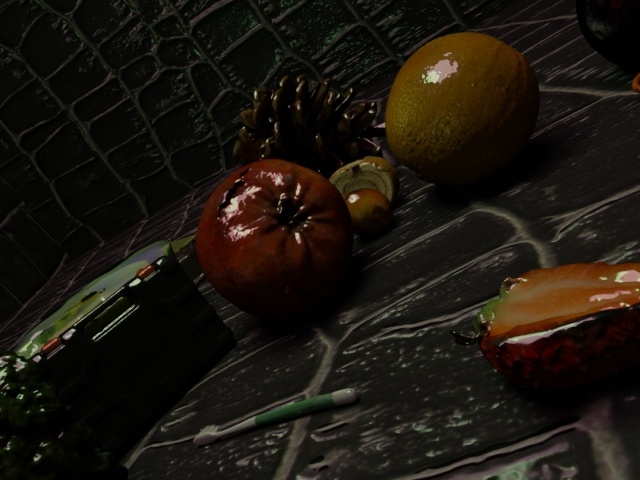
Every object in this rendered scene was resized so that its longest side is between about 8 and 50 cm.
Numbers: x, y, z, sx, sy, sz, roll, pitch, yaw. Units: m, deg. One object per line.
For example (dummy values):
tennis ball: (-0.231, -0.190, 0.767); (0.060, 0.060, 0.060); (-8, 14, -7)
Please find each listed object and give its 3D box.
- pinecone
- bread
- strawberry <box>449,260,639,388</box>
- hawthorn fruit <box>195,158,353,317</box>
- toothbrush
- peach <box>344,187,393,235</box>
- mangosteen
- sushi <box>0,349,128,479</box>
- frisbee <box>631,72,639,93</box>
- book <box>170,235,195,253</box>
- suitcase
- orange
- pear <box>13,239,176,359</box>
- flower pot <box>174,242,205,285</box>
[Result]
pinecone: (-0.004, -0.239, 1.281); (0.384, 0.385, 0.384); (-28, 20, 11)
bread: (0.092, -0.108, 1.077); (0.149, 0.122, 0.073); (-19, 11, 24)
strawberry: (0.226, 0.081, 0.466); (0.192, 0.085, 0.140); (-25, 12, 5)
hawthorn fruit: (-0.102, 0.013, 0.903); (0.307, 0.276, 0.276); (-31, 13, 49)
toothbrush: (-0.065, 0.228, 0.654); (0.257, 0.018, 0.024); (-24, 14, 25)
peach: (0.090, -0.059, 0.991); (0.100, 0.101, 0.101); (-28, 20, 11)
mangosteen: (0.633, -0.465, 0.944); (0.287, 0.233, 0.287); (-42, -8, -8)
sushi: (-0.457, 0.291, 0.693); (0.351, 0.294, 0.178); (-18, 20, 40)
frisbee: (0.609, -0.274, 0.811); (0.191, 0.035, 0.192); (-28, 20, 11)
book: (-0.600, 0.109, 1.742); (0.239, 0.035, 0.352); (-17, 24, 34)
suitcase: (-0.303, 0.183, 0.843); (0.285, 0.206, 0.066); (-43, 17, -30)
orange: (0.249, -0.230, 0.916); (0.274, 0.274, 0.274); (-28, 20, 11)
pear: (-0.453, 0.185, 1.130); (0.398, 0.165, 0.399); (-29, 20, 11)
flower pot: (-0.417, 0.091, 1.429); (0.250, 0.084, 0.179); (-26, 20, 15)
